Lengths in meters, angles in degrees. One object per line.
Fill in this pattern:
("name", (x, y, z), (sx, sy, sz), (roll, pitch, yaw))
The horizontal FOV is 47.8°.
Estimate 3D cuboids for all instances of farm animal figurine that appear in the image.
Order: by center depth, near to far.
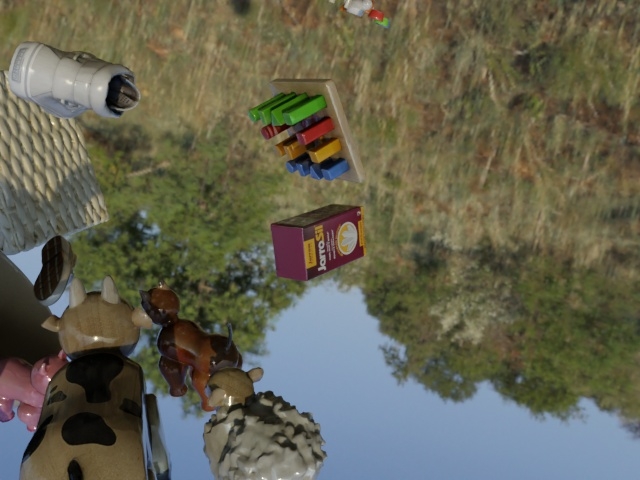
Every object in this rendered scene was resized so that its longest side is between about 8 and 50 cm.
("farm animal figurine", (-0.203, 0.128, 0.581), (0.330, 0.172, 0.327), (-16, -151, -23))

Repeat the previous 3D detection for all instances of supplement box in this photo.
("supplement box", (0.000, 0.000, 1.375), (0.081, 0.104, 0.188), (7, -161, 39))

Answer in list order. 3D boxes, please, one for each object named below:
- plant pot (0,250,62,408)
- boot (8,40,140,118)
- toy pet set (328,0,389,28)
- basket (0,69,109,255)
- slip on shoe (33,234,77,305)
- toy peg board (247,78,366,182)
("plant pot", (-0.517, 0.156, 0.910), (0.256, 0.274, 0.256), (55, -177, -5))
("boot", (-0.295, -0.192, 0.940), (0.123, 0.095, 0.258), (16, -172, -3))
("toy pet set", (0.024, -0.263, 0.713), (0.114, 0.065, 0.122), (21, -165, 1))
("basket", (-0.601, -0.130, 1.292), (0.266, 0.331, 0.328), (-14, -171, 15))
("slip on shoe", (-0.340, 0.044, 0.942), (0.041, 0.051, 0.135), (54, -178, -35))
("toy peg board", (-0.030, -0.154, 1.093), (0.079, 0.160, 0.161), (-33, -153, -24))
